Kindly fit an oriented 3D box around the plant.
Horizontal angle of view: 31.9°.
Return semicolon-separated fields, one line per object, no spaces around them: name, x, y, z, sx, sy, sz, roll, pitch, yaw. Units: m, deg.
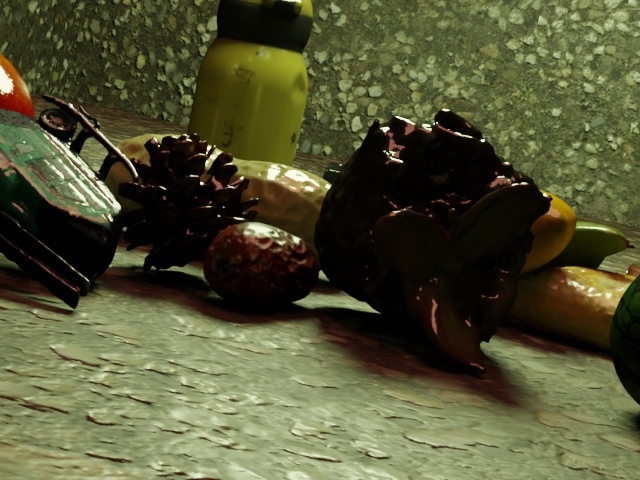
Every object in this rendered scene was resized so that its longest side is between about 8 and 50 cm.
plant;0.095;-0.009;0.999;0.178;0.204;0.234;24;-4;-10

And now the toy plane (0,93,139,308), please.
toy plane;-0.290;-0.077;0.963;0.381;0.106;0.155;44;34;16

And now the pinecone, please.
pinecone;-0.129;-0.036;1.046;0.140;0.121;0.140;-18;-16;-5

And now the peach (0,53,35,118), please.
peach;-0.394;-0.125;1.190;0.197;0.197;0.197;11;8;-2

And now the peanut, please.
peanut;-0.094;-0.038;1.217;0.298;0.120;0.136;17;14;20

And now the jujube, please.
jujube;-0.047;0.025;1.002;0.077;0.077;0.129;16;0;34

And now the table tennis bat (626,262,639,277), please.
table tennis bat;0.638;0.088;1.640;0.268;0.051;0.414;6;7;-35

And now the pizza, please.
pizza;0.373;0.085;1.158;0.365;0.074;0.182;8;10;-4

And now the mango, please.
mango;0.186;-0.012;1.196;0.144;0.112;0.219;-20;7;-26

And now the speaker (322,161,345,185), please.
speaker;0.024;-0.081;1.827;0.044;0.082;0.218;11;9;0

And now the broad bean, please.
broad bean;0.242;0.020;1.313;0.067;0.075;0.325;-36;13;-30

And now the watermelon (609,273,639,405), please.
watermelon;0.293;0.079;0.840;0.140;0.141;0.187;12;12;2

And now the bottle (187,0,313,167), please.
bottle;-0.101;-0.223;1.670;0.171;0.351;0.171;12;7;-2
